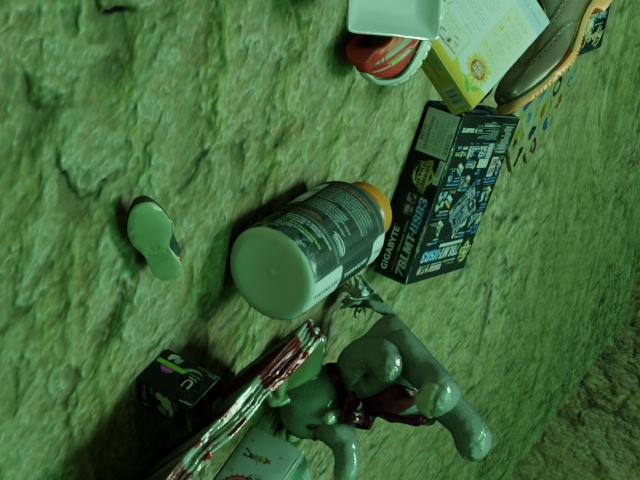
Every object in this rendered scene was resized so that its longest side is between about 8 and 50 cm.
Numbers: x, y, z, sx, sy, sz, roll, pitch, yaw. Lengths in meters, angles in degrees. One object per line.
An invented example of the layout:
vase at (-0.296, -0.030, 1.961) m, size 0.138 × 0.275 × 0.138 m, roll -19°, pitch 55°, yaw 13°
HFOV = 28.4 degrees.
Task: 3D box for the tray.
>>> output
tray at (0.086, -0.374, 1.478) m, size 0.145 × 0.030 × 0.270 m, roll -1°, pitch 97°, yaw -37°

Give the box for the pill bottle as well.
pill bottle at (0.000, 0.000, 1.662) m, size 0.245 × 0.130 × 0.130 m, roll -34°, pitch 142°, yaw -51°

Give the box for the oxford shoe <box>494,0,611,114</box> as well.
oxford shoe at (0.375, -0.368, 2.131) m, size 0.364 × 0.133 × 0.130 m, roll -56°, pitch -162°, yaw -21°

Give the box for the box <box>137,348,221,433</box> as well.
box at (-0.171, 0.183, 1.535) m, size 0.062 × 0.083 × 0.052 m, roll -46°, pitch 151°, yaw -39°

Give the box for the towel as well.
towel at (-0.143, 0.244, 1.575) m, size 0.329 × 0.037 × 0.237 m, roll -46°, pitch -175°, yaw -38°

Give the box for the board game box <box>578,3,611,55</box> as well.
board game box at (0.476, -0.424, 2.348) m, size 0.243 × 0.042 × 0.165 m, roll -27°, pitch 132°, yaw -51°

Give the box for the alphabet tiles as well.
alphabet tiles at (0.443, -0.309, 2.462) m, size 0.342 × 0.011 × 0.285 m, roll -59°, pitch 157°, yaw -16°

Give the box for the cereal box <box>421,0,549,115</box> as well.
cereal box at (0.216, -0.314, 1.799) m, size 0.173 × 0.047 × 0.240 m, roll 54°, pitch 53°, yaw -15°

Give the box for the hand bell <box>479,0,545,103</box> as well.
hand bell at (0.274, -0.294, 2.026) m, size 0.126 × 0.126 × 0.242 m, roll -54°, pitch 166°, yaw -25°

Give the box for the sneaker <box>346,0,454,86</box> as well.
sneaker at (0.116, -0.335, 1.624) m, size 0.118 × 0.107 × 0.279 m, roll 21°, pitch 90°, yaw -54°

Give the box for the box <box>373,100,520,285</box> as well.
box at (0.215, -0.083, 2.118) m, size 0.295 × 0.073 × 0.293 m, roll -10°, pitch 123°, yaw -63°

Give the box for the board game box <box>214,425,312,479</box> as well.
board game box at (-0.103, 0.456, 1.940) m, size 0.224 × 0.097 × 0.303 m, roll -54°, pitch 156°, yaw -27°

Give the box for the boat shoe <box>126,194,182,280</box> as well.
boat shoe at (-0.181, -0.009, 1.380) m, size 0.137 × 0.049 × 0.043 m, roll 74°, pitch 4°, yaw -54°

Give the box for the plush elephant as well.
plush elephant at (0.052, 0.236, 1.884) m, size 0.255 × 0.330 × 0.272 m, roll -39°, pitch 153°, yaw -1°
